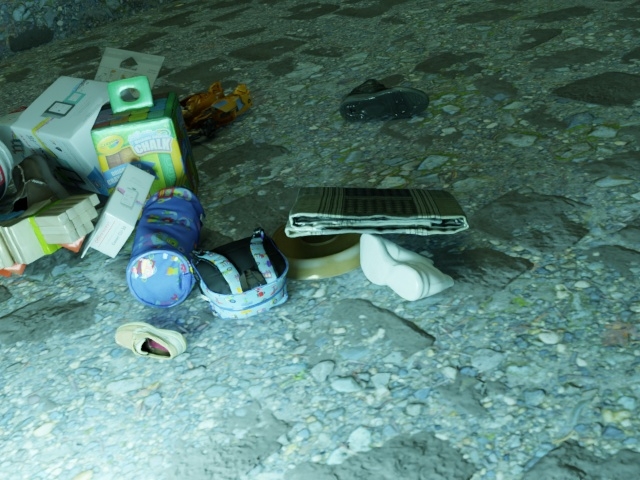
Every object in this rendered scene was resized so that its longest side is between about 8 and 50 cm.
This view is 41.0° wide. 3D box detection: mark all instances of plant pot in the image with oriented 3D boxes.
[{"bbox_3d":[0.000,0.000,1.630,0.236,0.032,0.236,-8,29,5],"label":"plant pot"}]

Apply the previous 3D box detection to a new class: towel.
[{"bbox_3d":[0.099,-0.050,1.569,0.312,0.056,0.324,1,12,3],"label":"towel"}]

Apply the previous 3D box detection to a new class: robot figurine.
[{"bbox_3d":[-0.334,-0.344,2.324,0.211,0.085,0.291,12,36,38],"label":"robot figurine"}]

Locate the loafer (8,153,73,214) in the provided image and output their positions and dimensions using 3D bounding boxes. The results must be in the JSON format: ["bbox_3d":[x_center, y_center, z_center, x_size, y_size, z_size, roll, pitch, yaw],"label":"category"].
[{"bbox_3d":[-0.646,-0.093,1.923,0.130,0.133,0.366,-24,31,-23],"label":"loafer"}]

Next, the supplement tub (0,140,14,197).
[{"bbox_3d":[-0.856,-0.132,2.009,0.191,0.191,0.272,-5,29,11],"label":"supplement tub"}]

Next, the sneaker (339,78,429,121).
[{"bbox_3d":[0.170,-0.368,2.185,0.228,0.087,0.130,-5,35,22],"label":"sneaker"}]

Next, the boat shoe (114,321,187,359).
[{"bbox_3d":[-0.287,0.167,1.407,0.135,0.050,0.045,3,26,25],"label":"boat shoe"}]

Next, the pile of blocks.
[{"bbox_3d":[-0.602,0.003,1.740,0.362,0.112,0.149,-13,21,15],"label":"pile of blocks"}]

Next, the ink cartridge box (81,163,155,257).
[{"bbox_3d":[-0.413,-0.048,1.747,0.067,0.115,0.198,28,43,-16],"label":"ink cartridge box"}]

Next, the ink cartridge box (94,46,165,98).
[{"bbox_3d":[-0.532,-0.380,2.316,0.296,0.066,0.261,20,85,43],"label":"ink cartridge box"}]

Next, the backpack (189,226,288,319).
[{"bbox_3d":[-0.126,0.072,1.453,0.158,0.116,0.173,-19,29,-15],"label":"backpack"}]

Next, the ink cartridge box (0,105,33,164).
[{"bbox_3d":[-0.775,-0.281,2.322,0.176,0.127,0.128,8,33,30],"label":"ink cartridge box"}]

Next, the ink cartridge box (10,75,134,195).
[{"bbox_3d":[-0.564,-0.256,2.077,0.270,0.198,0.197,15,58,40],"label":"ink cartridge box"}]

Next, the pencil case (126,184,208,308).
[{"bbox_3d":[-0.288,0.006,1.633,0.133,0.119,0.306,2,28,-5],"label":"pencil case"}]

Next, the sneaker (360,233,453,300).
[{"bbox_3d":[0.145,0.044,1.471,0.094,0.080,0.212,-6,25,-27],"label":"sneaker"}]

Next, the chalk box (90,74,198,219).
[{"bbox_3d":[-0.390,-0.214,1.889,0.180,0.288,0.179,-11,29,1],"label":"chalk box"}]
